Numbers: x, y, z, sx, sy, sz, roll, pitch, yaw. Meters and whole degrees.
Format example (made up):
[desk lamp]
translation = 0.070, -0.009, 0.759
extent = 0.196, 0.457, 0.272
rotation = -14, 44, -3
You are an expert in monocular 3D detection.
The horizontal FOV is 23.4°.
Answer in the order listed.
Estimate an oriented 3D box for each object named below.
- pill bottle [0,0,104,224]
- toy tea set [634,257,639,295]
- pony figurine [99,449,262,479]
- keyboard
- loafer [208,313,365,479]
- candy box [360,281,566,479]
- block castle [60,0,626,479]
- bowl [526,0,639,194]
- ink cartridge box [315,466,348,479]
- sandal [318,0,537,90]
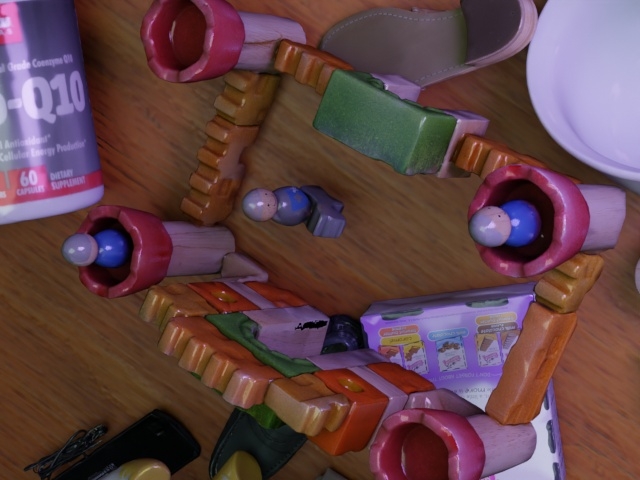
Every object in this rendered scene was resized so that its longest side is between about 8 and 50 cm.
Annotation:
[pill bottle]
translation = -0.302, -0.164, 1.448
extent = 0.161, 0.161, 0.283
rotation = -6, 99, 13
[toy tea set]
translation = 0.408, 0.133, 1.375
extent = 0.336, 0.124, 0.200
rotation = 34, 105, 4
[pony figurine]
translation = -0.220, 0.383, 1.432
extent = 0.363, 0.351, 0.303
rotation = -34, 126, 26
[keyboard]
translation = -0.221, 0.227, 1.575
extent = 0.192, 0.038, 0.100
rotation = -35, 115, 14
[loafer]
translation = -0.036, 0.163, 1.495
extent = 0.076, 0.078, 0.223
rotation = 41, 105, 3
[candy box]
translation = 0.137, 0.149, 1.462
extent = 0.164, 0.070, 0.196
rotation = -7, 98, 12
[block castle]
translation = 0.000, 0.000, 1.305
extent = 0.453, 0.213, 0.303
rotation = 32, 110, 31
[bowl]
translation = 0.335, -0.136, 1.307
extent = 0.297, 0.298, 0.134
rotation = -19, 140, 14
[ink cartridge box]
translation = 0.067, 0.405, 1.492
extent = 0.306, 0.131, 0.226
rotation = 31, 105, 3
[sandal]
translation = 0.110, -0.171, 1.404
extent = 0.240, 0.079, 0.088
rotation = -8, 78, 44
